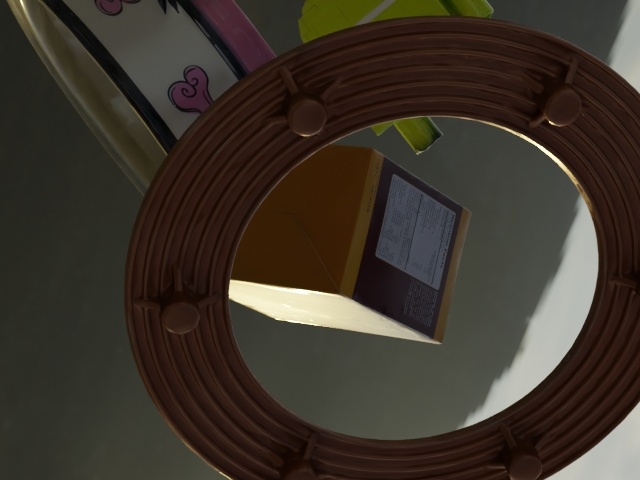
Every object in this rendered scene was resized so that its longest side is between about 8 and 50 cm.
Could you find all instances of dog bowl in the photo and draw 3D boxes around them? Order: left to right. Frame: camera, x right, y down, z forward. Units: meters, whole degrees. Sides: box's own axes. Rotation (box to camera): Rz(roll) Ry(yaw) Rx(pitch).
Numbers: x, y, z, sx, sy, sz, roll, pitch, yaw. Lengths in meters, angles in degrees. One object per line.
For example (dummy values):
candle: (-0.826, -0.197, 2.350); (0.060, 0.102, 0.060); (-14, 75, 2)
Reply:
dog bowl: (-0.153, -0.158, 1.706); (0.150, 0.408, 0.408); (-38, 176, -10)

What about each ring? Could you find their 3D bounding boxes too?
ring: (0.057, 0.032, 0.944); (0.032, 0.337, 0.336); (-106, -144, -61)

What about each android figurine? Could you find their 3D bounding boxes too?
android figurine: (0.085, -0.248, 2.037); (0.248, 0.273, 0.056); (-39, -179, 19)

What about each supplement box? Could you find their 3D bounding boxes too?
supplement box: (0.000, 0.000, 1.484); (0.194, 0.191, 0.129); (28, 72, -55)
